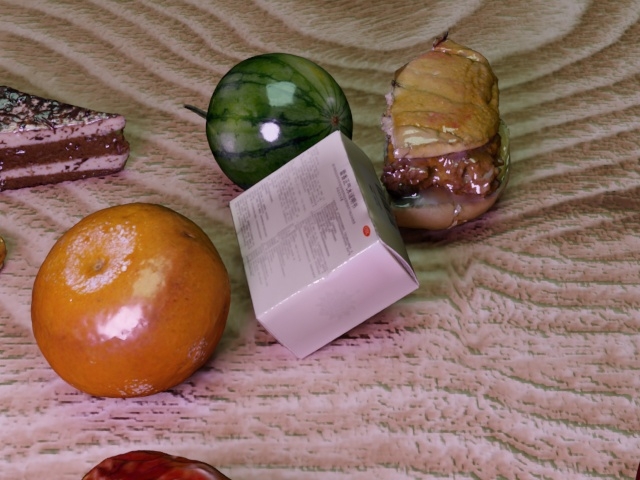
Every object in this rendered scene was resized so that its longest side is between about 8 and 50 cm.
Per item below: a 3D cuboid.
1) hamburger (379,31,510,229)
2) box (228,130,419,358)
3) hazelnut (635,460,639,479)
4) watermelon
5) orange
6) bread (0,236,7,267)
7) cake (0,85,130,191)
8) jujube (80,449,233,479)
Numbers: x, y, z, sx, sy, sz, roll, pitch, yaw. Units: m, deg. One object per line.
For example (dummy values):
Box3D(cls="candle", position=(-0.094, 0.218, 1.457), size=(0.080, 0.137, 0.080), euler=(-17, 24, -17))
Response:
Box3D(cls="hamburger", position=(0.158, -0.133, 1.503), size=(0.282, 0.155, 0.245), euler=(-24, 48, -31))
Box3D(cls="box", position=(0.000, 0.000, 1.333), size=(0.168, 0.095, 0.212), euler=(-34, 40, 14))
Box3D(cls="hazelnut", position=(0.440, 0.258, 0.874), size=(0.429, 0.402, 0.402), euler=(27, 47, 32))
Box3D(cls="watermelon", position=(-0.061, -0.144, 1.503), size=(0.214, 0.188, 0.188), euler=(0, 31, 44))
Box3D(cls="orange", position=(-0.201, 0.069, 1.253), size=(0.224, 0.170, 0.224), euler=(-14, 46, 15))
Box3D(cls="bread", position=(-0.429, 0.039, 1.385), size=(0.074, 0.053, 0.132), euler=(15, 42, 12))
Box3D(cls="cake", position=(-0.385, -0.114, 1.528), size=(0.246, 0.112, 0.135), euler=(16, 52, 8))
Box3D(cls="jujube", position=(-0.124, 0.286, 0.978), size=(0.197, 0.197, 0.290), euler=(-18, 27, -20))
